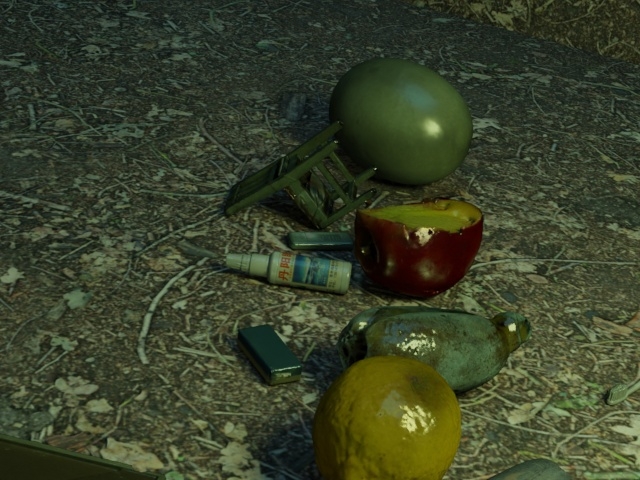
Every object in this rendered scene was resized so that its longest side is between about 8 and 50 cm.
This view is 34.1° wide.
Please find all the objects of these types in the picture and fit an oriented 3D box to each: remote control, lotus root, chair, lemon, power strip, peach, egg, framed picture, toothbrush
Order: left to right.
[{"bbox_3d":[-0.355,0.318,1.259,0.289,0.020,0.211,11,28,7],"label":"framed picture"},{"bbox_3d":[-0.077,0.175,1.592,0.056,0.032,0.123,-9,32,-28],"label":"power strip"},{"bbox_3d":[-0.034,-0.096,2.042,0.270,0.147,0.136,-33,19,17],"label":"chair"},{"bbox_3d":[0.000,0.000,1.961,0.124,0.018,0.053,0,30,-15],"label":"remote control"},{"bbox_3d":[0.085,0.244,1.340,0.188,0.188,0.257,17,31,16],"label":"lemon"},{"bbox_3d":[0.170,-0.257,2.242,0.258,0.259,0.352,-12,36,-34],"label":"egg"},{"bbox_3d":[0.191,0.017,1.838,0.267,0.154,0.158,-9,31,-44],"label":"peach"},{"bbox_3d":[0.180,0.171,1.570,0.322,0.140,0.158,1,3,-26],"label":"lotus root"},{"bbox_3d":[0.555,0.213,1.701,0.288,0.024,0.021,-16,34,-38],"label":"toothbrush"}]

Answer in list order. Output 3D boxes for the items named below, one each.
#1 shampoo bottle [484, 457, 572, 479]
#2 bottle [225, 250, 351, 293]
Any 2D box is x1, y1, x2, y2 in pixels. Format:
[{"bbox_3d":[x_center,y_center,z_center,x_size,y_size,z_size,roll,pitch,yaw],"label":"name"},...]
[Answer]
[{"bbox_3d":[0.225,0.344,1.334,0.233,0.049,0.087,-15,33,-36],"label":"shampoo bottle"},{"bbox_3d":[-0.056,0.052,1.807,0.217,0.060,0.060,7,27,1],"label":"bottle"}]
